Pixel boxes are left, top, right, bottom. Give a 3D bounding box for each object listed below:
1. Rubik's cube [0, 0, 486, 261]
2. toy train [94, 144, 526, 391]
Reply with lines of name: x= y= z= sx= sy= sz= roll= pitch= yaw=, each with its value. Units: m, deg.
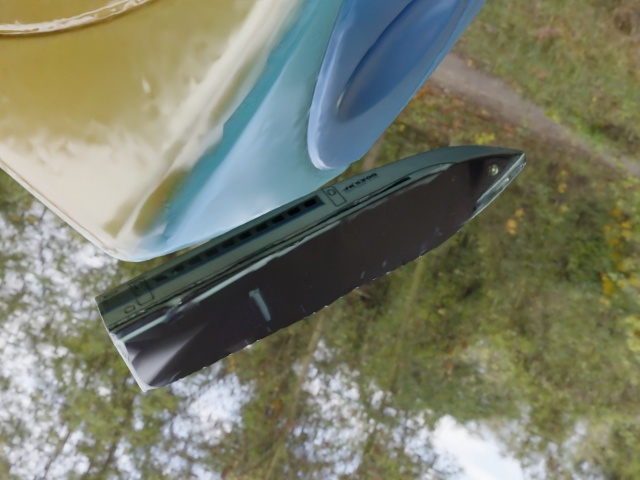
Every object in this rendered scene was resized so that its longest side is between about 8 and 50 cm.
Rubik's cube: x=-0.074 y=-0.237 z=0.615 sx=0.347 sy=0.352 sz=0.351 roll=43 pitch=-146 yaw=10
toy train: x=0.000 y=0.000 z=0.523 sx=0.048 sy=0.251 sz=0.055 roll=51 pitch=163 yaw=50
